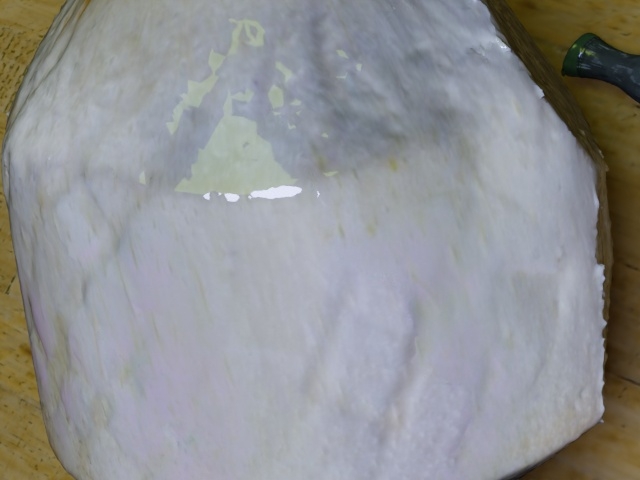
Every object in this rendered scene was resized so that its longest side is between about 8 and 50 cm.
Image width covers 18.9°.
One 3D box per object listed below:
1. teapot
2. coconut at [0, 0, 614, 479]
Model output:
[{"bbox_3d":[0.206,-0.104,1.232,0.111,0.043,0.043,27,87,35],"label":"teapot"},{"bbox_3d":[0.000,0.000,1.137,0.345,0.415,0.415,-4,70,13],"label":"coconut"}]
